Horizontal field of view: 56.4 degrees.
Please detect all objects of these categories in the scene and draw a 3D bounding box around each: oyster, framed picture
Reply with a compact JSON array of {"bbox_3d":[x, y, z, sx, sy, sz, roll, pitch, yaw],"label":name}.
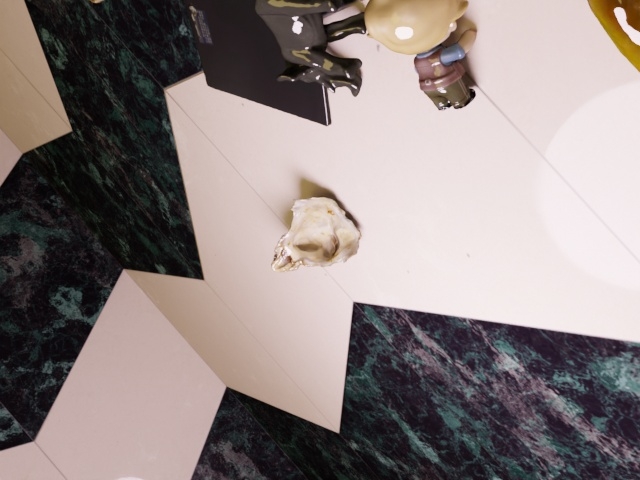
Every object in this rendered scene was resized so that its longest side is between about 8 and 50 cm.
[{"bbox_3d":[-0.013,-0.007,1.252,0.161,0.107,0.233,54,131,2],"label":"oyster"},{"bbox_3d":[-0.123,-0.357,1.069,0.339,0.014,0.255,25,141,34],"label":"framed picture"}]

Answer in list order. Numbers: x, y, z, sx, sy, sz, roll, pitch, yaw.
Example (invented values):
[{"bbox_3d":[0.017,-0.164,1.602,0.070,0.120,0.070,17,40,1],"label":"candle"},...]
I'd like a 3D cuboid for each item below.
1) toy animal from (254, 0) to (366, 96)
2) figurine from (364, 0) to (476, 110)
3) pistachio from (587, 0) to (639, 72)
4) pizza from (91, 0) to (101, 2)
[{"bbox_3d":[-0.006,-0.304,0.875,0.146,0.114,0.245,7,143,26],"label":"toy animal"},{"bbox_3d":[0.141,-0.258,0.770,0.196,0.108,0.114,46,165,-31],"label":"figurine"},{"bbox_3d":[0.328,-0.216,0.560,0.189,0.100,0.110,41,172,-3],"label":"pistachio"},{"bbox_3d":[-0.577,-0.606,1.132,0.435,0.080,0.392,38,-178,40],"label":"pizza"}]
